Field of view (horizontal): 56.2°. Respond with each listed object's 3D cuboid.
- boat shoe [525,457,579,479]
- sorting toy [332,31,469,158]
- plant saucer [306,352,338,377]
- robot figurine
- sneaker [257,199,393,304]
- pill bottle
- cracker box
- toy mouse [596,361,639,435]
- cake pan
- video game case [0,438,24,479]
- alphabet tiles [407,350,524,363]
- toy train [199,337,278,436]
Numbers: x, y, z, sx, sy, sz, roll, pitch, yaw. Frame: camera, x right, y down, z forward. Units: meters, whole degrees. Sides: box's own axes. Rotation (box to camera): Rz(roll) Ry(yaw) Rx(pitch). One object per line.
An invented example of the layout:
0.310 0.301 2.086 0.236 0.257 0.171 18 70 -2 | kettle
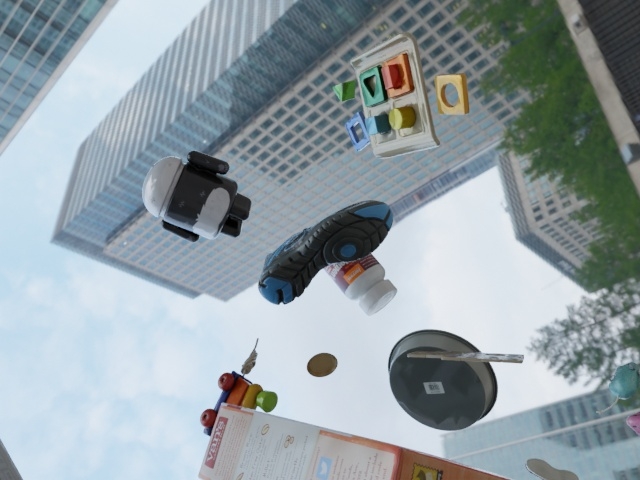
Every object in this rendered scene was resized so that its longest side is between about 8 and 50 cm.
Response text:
0.506 0.519 1.324 0.125 0.038 0.046 18 -137 -6 | boat shoe
0.119 -0.244 1.054 0.047 0.347 0.196 -21 -81 -28 | sorting toy
0.003 0.321 1.562 0.083 0.083 0.015 36 -163 -29 | plant saucer
-0.323 -0.109 1.567 0.278 0.173 0.209 23 -102 -13 | robot figurine
0.000 0.000 1.319 0.125 0.340 0.140 51 -164 -28 | sneaker
0.087 0.075 1.517 0.221 0.121 0.121 50 -149 22 | pill bottle
0.032 0.176 0.428 0.155 0.232 0.067 26 -111 -28 | cracker box
0.490 0.243 0.907 0.143 0.031 0.161 -9 -109 -6 | toy mouse
0.302 0.368 1.538 0.293 0.293 0.054 56 -145 -4 | cake pan
-0.407 0.222 0.544 0.212 0.193 0.023 -14 -62 -40 | video game case
0.317 0.252 1.302 0.198 0.237 0.009 18 -109 -69 | alphabet tiles
-0.151 0.340 1.344 0.105 0.143 0.248 45 -118 -41 | toy train
